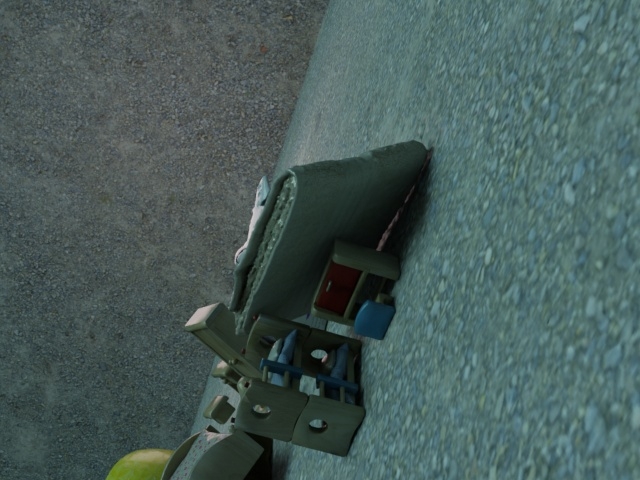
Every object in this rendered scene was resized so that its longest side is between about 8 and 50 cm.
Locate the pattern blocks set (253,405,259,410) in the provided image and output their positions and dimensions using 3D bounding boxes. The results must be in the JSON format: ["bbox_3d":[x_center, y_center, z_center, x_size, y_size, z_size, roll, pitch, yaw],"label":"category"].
[{"bbox_3d":[-0.112,0.294,1.547,0.325,0.026,0.285,118,165,-53],"label":"pattern blocks set"}]

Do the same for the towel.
[{"bbox_3d":[0.000,0.000,0.937,0.049,0.187,0.282,54,141,24],"label":"towel"}]

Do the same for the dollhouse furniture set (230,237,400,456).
[{"bbox_3d":[-0.005,0.106,0.874,0.129,0.128,0.184,-89,17,-60],"label":"dollhouse furniture set"}]

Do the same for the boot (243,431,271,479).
[{"bbox_3d":[-0.136,0.417,1.314,0.213,0.077,0.165,-82,12,-70],"label":"boot"}]

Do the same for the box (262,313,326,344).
[{"bbox_3d":[-0.066,0.137,1.328,0.324,0.063,0.067,148,137,-69],"label":"box"}]

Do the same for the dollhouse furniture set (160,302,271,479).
[{"bbox_3d":[-0.221,0.289,1.271,0.355,0.174,0.303,-52,13,-23],"label":"dollhouse furniture set"}]

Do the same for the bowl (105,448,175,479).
[{"bbox_3d":[-0.249,0.511,1.484,0.156,0.289,0.289,-19,40,24],"label":"bowl"}]

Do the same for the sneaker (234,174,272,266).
[{"bbox_3d":[-0.079,-0.028,1.555,0.366,0.137,0.210,128,154,-76],"label":"sneaker"}]
